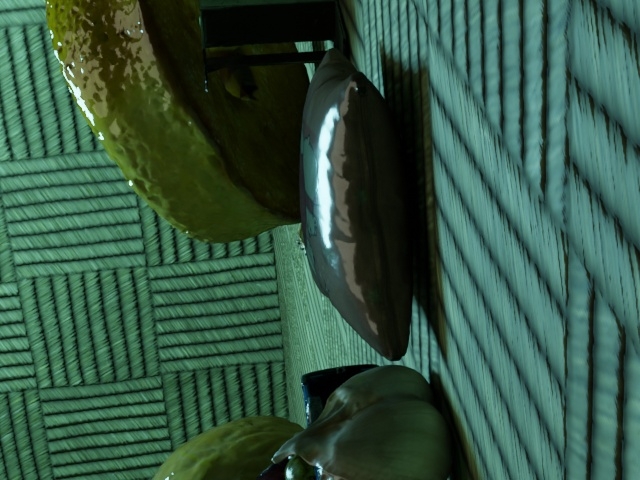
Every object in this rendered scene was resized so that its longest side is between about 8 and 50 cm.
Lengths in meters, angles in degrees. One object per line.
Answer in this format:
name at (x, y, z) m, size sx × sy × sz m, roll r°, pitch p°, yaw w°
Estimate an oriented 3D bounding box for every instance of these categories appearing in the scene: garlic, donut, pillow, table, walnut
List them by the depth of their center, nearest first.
garlic at (0.041, 0.154, 1.048) m, size 0.099 × 0.124 × 0.174 m, roll 53°, pitch -164°, yaw -21°
pillow at (0.027, -0.038, 1.114) m, size 0.236 × 0.084 × 0.223 m, roll -125°, pitch 29°, yaw -73°
table at (-0.054, -0.228, 1.461) m, size 0.175 × 0.146 × 0.062 m, roll -100°, pitch 8°, yaw -52°
donut at (-0.156, -0.172, 1.630) m, size 0.435 × 0.163 × 0.377 m, roll 40°, pitch -149°, yaw -50°
walnut at (-0.110, 0.419, 2.091) m, size 0.333 × 0.333 × 0.332 m, roll 174°, pitch 90°, yaw -86°

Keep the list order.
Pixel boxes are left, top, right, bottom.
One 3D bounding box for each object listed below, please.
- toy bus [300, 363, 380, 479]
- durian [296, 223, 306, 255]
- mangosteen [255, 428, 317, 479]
toy bus at (0.035, 0.213, 1.345) m, size 0.184 × 0.090 × 0.106 m, roll -103°, pitch 6°, yaw -55°
durian at (0.010, 0.001, 1.777) m, size 0.066 × 0.052 × 0.130 m, roll -44°, pitch 43°, yaw 33°
mangosteen at (-0.011, 0.340, 1.781) m, size 0.172 × 0.172 × 0.184 m, roll 127°, pitch 163°, yaw -83°
